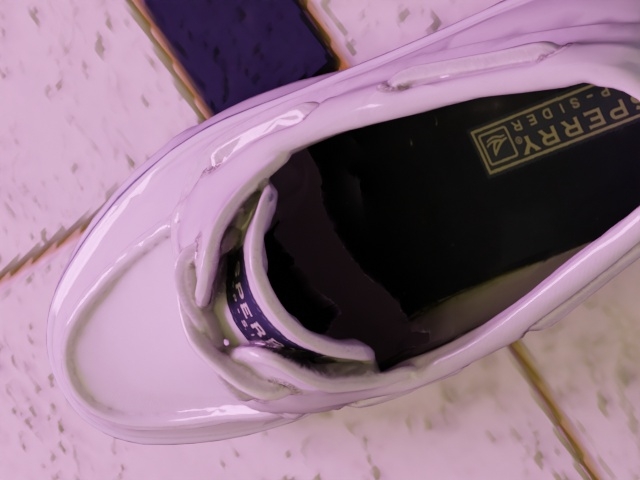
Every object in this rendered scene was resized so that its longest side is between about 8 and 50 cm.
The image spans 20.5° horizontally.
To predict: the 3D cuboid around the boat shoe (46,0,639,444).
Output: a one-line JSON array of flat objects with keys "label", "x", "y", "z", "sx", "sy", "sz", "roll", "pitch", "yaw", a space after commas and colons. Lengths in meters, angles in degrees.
[{"label": "boat shoe", "x": 0.000, "y": 0.000, "z": 0.468, "sx": 0.258, "sy": 0.084, "sz": 0.095, "roll": -33, "pitch": 93, "yaw": 38}]
